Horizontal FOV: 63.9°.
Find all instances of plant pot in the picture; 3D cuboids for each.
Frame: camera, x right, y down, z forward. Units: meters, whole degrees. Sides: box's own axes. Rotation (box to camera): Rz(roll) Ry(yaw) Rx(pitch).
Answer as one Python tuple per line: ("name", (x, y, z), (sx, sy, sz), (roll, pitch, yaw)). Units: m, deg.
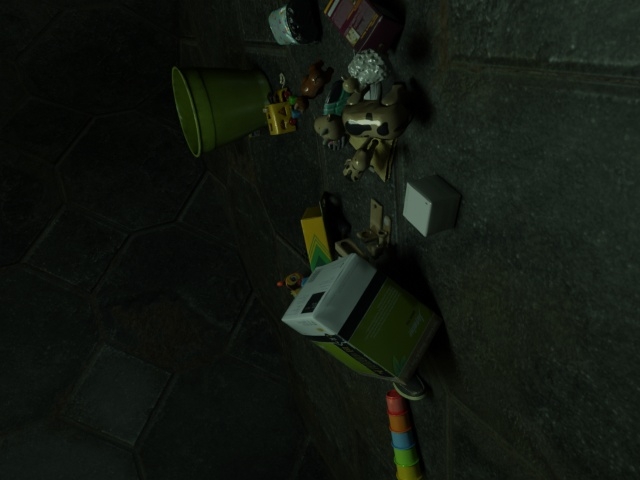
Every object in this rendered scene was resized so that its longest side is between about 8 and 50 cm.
("plant pot", (-0.393, -0.565, 2.147), (0.366, 0.353, 0.366), (164, 90, -70))

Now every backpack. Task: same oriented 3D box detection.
("backpack", (-0.085, -0.681, 1.605), (0.182, 0.115, 0.151), (-144, 38, -62))

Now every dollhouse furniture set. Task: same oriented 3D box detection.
("dollhouse furniture set", (0.130, -0.024, 1.524), (0.144, 0.151, 0.123), (47, 148, 46))

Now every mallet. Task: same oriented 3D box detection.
("mallet", (0.083, 0.005, 1.843), (0.062, 0.039, 0.189), (46, 152, 45))

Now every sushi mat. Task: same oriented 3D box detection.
("sushi mat", (0.123, -0.322, 1.490), (0.316, 0.019, 0.151), (56, 153, 37))

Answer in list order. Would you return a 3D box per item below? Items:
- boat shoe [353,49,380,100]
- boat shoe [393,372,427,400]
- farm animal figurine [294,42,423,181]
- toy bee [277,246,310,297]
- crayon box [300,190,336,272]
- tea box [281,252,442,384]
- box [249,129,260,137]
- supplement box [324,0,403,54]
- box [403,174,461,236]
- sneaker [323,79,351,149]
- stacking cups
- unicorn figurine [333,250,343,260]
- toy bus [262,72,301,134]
("boat shoe", (0.116, -0.441, 1.347), (0.066, 0.063, 0.184), (44, 145, 52))
("boat shoe", (0.262, 0.430, 1.649), (0.223, 0.080, 0.073), (-143, 35, -64))
("farm animal figurine", (0.085, -0.279, 1.263), (0.327, 0.172, 0.330), (-4, 137, 43))
("toy bee", (-0.106, 0.209, 2.308), (0.195, 0.162, 0.298), (107, 141, -59))
("crayon box", (0.000, 0.000, 1.859), (0.203, 0.083, 0.322), (-71, -29, -74))
("tea box", (0.108, 0.232, 1.492), (0.324, 0.219, 0.329), (38, 161, -10))
("box", (-0.342, -0.569, 2.443), (0.168, 0.054, 0.059), (59, 156, 31))
("supplement box", (0.102, -0.535, 1.239), (0.104, 0.081, 0.188), (-52, 54, 34))
("box", (0.263, -0.084, 1.222), (0.102, 0.087, 0.101), (52, 151, 43))
("sneaker", (0.034, -0.383, 1.529), (0.223, 0.083, 0.098), (95, 155, -43))
("stacking cups", (0.289, 0.675, 1.777), (0.096, 0.096, 0.315), (-162, 61, -66))
("unicorn figurine", (0.100, 0.083, 1.783), (0.111, 0.060, 0.161), (-20, 90, 54))
("toy bus", (-0.165, -0.502, 1.967), (0.202, 0.105, 0.190), (61, 157, 27))
